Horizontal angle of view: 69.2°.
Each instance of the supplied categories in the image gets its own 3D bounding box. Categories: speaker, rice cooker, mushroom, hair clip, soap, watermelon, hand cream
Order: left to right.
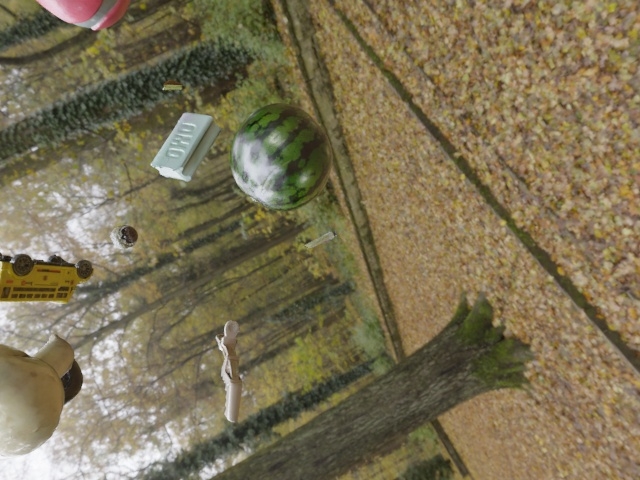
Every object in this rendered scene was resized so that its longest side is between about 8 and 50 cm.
[{"bbox_3d":[-0.814,0.401,1.280,0.314,0.315,0.336,62,-159,-14],"label":"mushroom"},{"bbox_3d":[-1.113,0.575,1.880,0.225,0.267,0.267,-26,93,49],"label":"rice cooker"},{"bbox_3d":[-0.658,-0.726,1.261,0.294,0.295,0.294,62,177,5],"label":"speaker"},{"bbox_3d":[-0.494,-0.345,1.708,0.150,0.261,0.094,13,156,31],"label":"soap"},{"bbox_3d":[-0.185,0.264,0.970,0.034,0.072,0.225,17,-149,-29],"label":"hair clip"},{"bbox_3d":[-0.105,-0.222,1.275,0.285,0.285,0.285,62,177,5],"label":"watermelon"},{"bbox_3d":[0.000,0.000,1.304,0.035,0.102,0.022,27,138,56],"label":"hand cream"}]

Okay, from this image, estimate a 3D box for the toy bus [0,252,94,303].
[{"bbox_3d":[-0.858,0.115,1.404,0.330,0.144,0.151,21,-103,-71],"label":"toy bus"}]

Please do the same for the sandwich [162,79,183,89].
[{"bbox_3d":[-0.621,-0.648,1.934,0.044,0.083,0.030,52,135,27],"label":"sandwich"}]

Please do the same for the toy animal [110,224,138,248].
[{"bbox_3d":[-0.755,-0.018,1.808,0.098,0.098,0.137,62,178,-11],"label":"toy animal"}]
